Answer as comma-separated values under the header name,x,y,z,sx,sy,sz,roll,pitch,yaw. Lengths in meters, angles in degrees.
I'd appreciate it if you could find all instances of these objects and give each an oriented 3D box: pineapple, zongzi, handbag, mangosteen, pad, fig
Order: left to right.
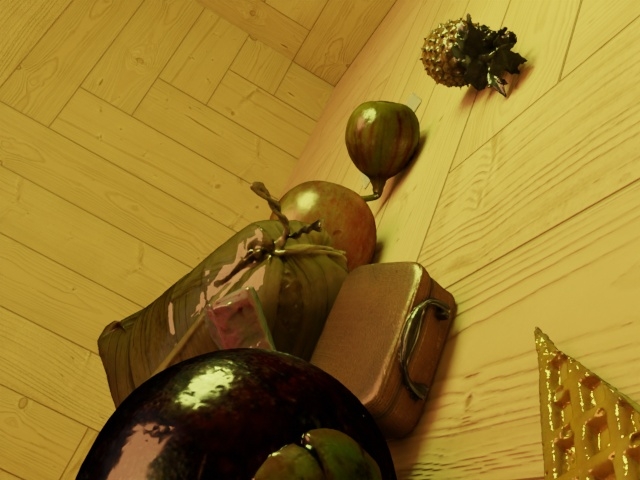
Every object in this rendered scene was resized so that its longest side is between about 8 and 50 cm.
name,x,y,z,sx,sy,sz,roll,pitch,yaw
mangosteen,-0.052,0.235,0.595,0.300,0.300,0.300,-58,10,16
zongzi,-0.066,0.230,0.908,0.500,0.218,0.466,-36,65,36
handbag,0.063,0.118,0.768,0.151,0.072,0.193,-9,46,50
fig,0.114,-0.168,1.310,0.142,0.148,0.186,-11,88,60
pad,0.154,-0.228,1.595,0.232,0.004,0.156,-58,11,16
pineapple,0.231,-0.286,1.075,0.125,0.125,0.251,-59,15,10

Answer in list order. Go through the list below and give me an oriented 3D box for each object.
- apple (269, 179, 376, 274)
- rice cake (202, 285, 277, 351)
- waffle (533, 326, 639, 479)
name,x,y,z,sx,sy,sz,roll,pitch,yaw
apple,0.000,0.000,1.186,0.188,0.188,0.173,-45,25,58
rice cake,-0.063,0.195,0.792,0.081,0.290,0.051,-15,7,15
waffle,0.183,0.094,0.443,0.125,0.032,0.191,-54,13,40
